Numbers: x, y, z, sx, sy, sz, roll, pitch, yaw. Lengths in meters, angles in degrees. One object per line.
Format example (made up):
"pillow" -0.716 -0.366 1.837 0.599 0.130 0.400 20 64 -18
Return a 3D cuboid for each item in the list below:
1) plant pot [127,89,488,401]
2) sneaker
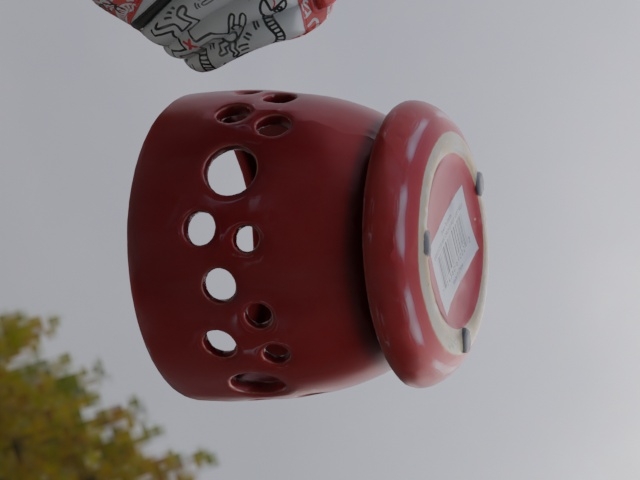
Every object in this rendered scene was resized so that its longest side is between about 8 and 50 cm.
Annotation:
"plant pot" 0.000 0.000 1.106 0.174 0.191 0.191 -4 -76 23
"sneaker" -0.016 -0.208 1.014 0.270 0.145 0.090 -39 -152 18
